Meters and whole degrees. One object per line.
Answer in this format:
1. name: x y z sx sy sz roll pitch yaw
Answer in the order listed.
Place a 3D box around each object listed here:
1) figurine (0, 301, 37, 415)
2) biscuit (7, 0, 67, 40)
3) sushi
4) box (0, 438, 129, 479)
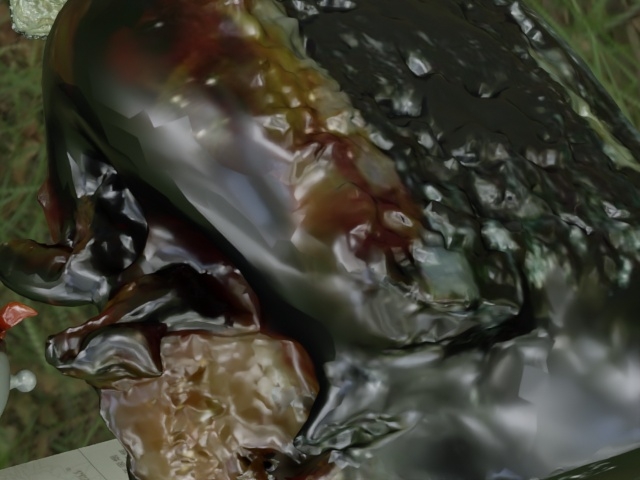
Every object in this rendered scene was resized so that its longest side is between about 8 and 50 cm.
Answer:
1. figurine: -0.323 0.121 1.069 0.160 0.226 0.183 41 143 13
2. biscuit: -0.126 -0.222 1.077 0.252 0.150 0.052 2 153 -28
3. sushi: 0.000 -0.001 0.496 0.215 0.212 0.227 -33 65 40
4. box: -0.206 0.218 1.126 0.109 0.198 0.029 33 120 39
